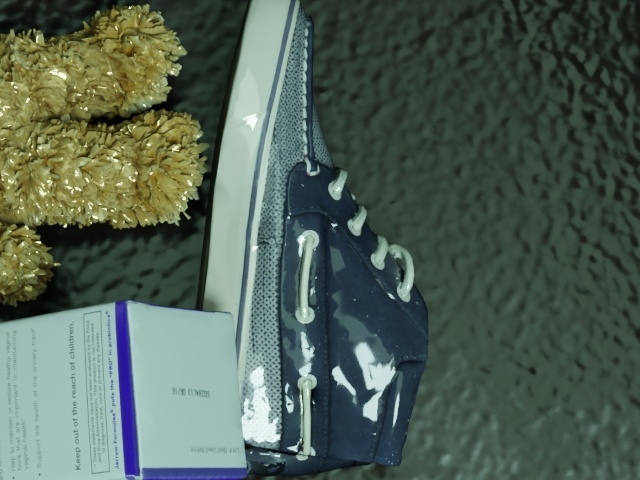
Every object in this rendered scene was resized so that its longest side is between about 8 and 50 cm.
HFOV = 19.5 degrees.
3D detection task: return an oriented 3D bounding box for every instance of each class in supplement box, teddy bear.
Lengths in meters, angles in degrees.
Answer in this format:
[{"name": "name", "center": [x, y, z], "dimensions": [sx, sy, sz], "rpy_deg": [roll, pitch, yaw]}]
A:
[{"name": "supplement box", "center": [-0.170, 0.110, 1.200], "dimensions": [0.220, 0.111, 0.114], "rpy_deg": [-12, 78, 32]}, {"name": "teddy bear", "center": [-0.245, -0.065, 1.281], "dimensions": [0.338, 0.113, 0.245], "rpy_deg": [2, 78, -1]}]

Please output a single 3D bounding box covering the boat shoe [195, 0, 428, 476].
[{"name": "boat shoe", "center": [0.000, 0.000, 1.278], "dimensions": [0.158, 0.127, 0.341], "rpy_deg": [8, 88, -6]}]
